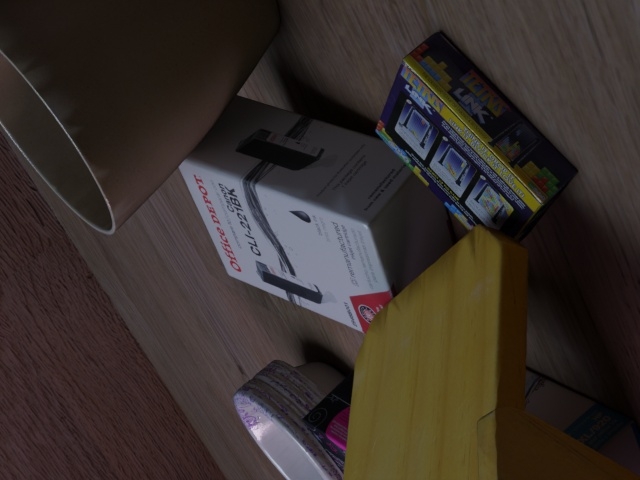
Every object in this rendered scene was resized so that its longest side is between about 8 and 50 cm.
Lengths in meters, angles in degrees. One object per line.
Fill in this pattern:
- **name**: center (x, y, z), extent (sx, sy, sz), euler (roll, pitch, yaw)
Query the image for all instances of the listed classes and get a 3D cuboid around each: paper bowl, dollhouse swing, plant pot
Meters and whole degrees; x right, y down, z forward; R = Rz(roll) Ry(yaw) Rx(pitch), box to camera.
- **paper bowl**: center (0.004, 0.310, 1.941), extent (0.284, 0.148, 0.284), euler (44, 160, 21)
- **dollhouse swing**: center (0.179, 0.217, 1.068), extent (0.315, 0.305, 0.347), euler (30, 145, -8)
- **plant pot**: center (-0.183, -0.188, 1.231), extent (0.256, 0.274, 0.256), euler (44, 160, 21)

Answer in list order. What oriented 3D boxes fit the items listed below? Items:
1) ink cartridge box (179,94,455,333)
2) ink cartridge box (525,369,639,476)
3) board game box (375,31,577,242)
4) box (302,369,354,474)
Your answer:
- **ink cartridge box**: center (-0.001, -0.023, 1.292), extent (0.273, 0.114, 0.197), euler (22, 147, 36)
- **ink cartridge box**: center (0.219, 0.259, 1.296), extent (0.232, 0.168, 0.171), euler (23, 146, 54)
- **board game box**: center (0.130, -0.079, 1.056), extent (0.170, 0.048, 0.141), euler (48, 160, 10)
- **box**: center (0.125, 0.258, 1.529), extent (0.247, 0.163, 0.142), euler (22, 150, 56)
